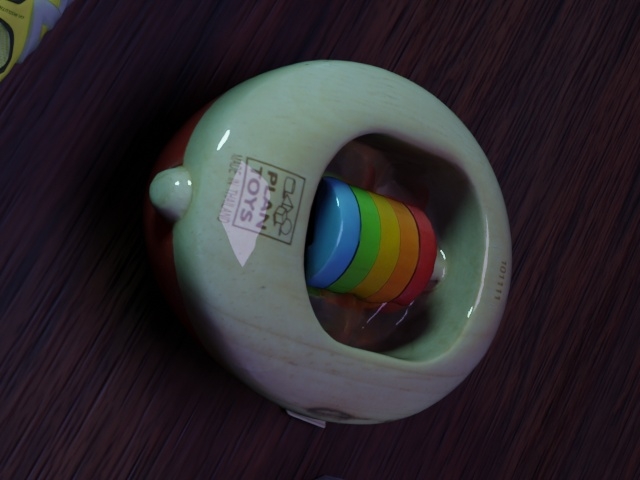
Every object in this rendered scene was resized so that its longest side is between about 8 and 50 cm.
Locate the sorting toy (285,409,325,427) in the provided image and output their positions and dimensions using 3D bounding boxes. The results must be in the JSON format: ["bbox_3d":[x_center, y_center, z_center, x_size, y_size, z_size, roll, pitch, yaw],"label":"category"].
[{"bbox_3d":[-0.001,0.146,1.572,0.083,0.012,0.062,27,70,-45],"label":"sorting toy"}]

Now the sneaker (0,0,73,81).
[{"bbox_3d":[-0.262,-0.214,1.049,0.147,0.145,0.385,-66,154,-13],"label":"sneaker"}]

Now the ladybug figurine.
[{"bbox_3d":[0.000,0.000,1.434,0.449,0.162,0.305,23,77,-50],"label":"ladybug figurine"}]

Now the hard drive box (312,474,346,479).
[{"bbox_3d":[0.037,0.296,1.469,0.181,0.232,0.089,-16,107,-49],"label":"hard drive box"}]
